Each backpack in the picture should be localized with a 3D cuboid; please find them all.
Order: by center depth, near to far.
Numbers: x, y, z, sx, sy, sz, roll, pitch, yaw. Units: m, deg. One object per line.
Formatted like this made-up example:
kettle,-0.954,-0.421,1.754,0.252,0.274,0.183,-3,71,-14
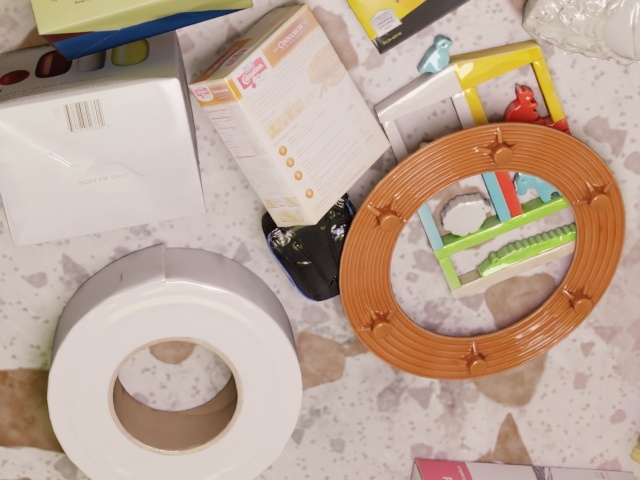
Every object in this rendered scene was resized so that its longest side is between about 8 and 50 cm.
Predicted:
backpack,0.000,0.000,1.753,0.105,0.084,0.114,-27,119,4

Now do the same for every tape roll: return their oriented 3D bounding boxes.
tape roll,-0.164,0.153,1.793,0.286,0.100,0.286,-2,113,-5

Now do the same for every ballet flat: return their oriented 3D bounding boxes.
ballet flat,0.420,-0.250,1.655,0.409,0.147,0.147,-9,113,-3

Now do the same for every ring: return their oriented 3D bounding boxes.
ring,0.184,0.023,1.755,0.337,0.032,0.336,-7,123,-12

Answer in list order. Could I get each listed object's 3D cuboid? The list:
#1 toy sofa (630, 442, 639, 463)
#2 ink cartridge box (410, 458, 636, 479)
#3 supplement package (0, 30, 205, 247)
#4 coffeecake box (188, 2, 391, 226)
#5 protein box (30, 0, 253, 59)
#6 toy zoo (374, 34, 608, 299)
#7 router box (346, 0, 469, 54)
toy sofa,0.501,0.112,1.826,0.150,0.177,0.362,25,114,27
ink cartridge box,0.243,0.385,1.923,0.283,0.117,0.207,5,112,-8
supplement package,-0.227,-0.111,1.619,0.194,0.203,0.149,-10,113,-3
coffeecake box,-0.030,-0.131,1.665,0.142,0.068,0.185,-46,116,-32
protein box,-0.190,-0.307,1.537,0.200,0.136,0.201,-16,86,1
toy zoo,0.184,-0.094,1.763,0.192,0.030,0.293,-22,114,3
router box,0.103,-0.298,1.660,0.179,0.046,0.133,-31,113,7
